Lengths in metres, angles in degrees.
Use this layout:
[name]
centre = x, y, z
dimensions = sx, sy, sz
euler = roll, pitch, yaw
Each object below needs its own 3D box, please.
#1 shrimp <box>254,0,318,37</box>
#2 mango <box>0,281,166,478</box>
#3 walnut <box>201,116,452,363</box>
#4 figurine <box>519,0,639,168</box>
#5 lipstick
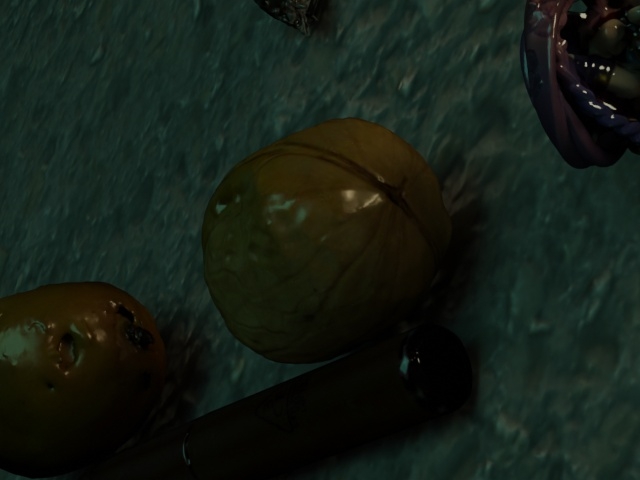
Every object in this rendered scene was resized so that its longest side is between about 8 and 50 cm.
[shrimp]
centre = -0.023, -0.194, 1.303
dimensions = 0.065, 0.056, 0.165
euler = -50, 38, 18
[mango]
centre = -0.211, 0.101, 1.320
dimensions = 0.248, 0.156, 0.151
euler = -10, 64, 55
[walnut]
centre = 0.000, 0.000, 1.079
dimensions = 0.180, 0.144, 0.144
euler = -37, 43, 46
[figurine]
centre = 0.179, -0.109, 0.908
dimensions = 0.157, 0.114, 0.126
euler = -24, 81, 14
[lipstick]
centre = -0.036, 0.125, 1.133
dimensions = 0.356, 0.057, 0.057
euler = -27, 50, 48
